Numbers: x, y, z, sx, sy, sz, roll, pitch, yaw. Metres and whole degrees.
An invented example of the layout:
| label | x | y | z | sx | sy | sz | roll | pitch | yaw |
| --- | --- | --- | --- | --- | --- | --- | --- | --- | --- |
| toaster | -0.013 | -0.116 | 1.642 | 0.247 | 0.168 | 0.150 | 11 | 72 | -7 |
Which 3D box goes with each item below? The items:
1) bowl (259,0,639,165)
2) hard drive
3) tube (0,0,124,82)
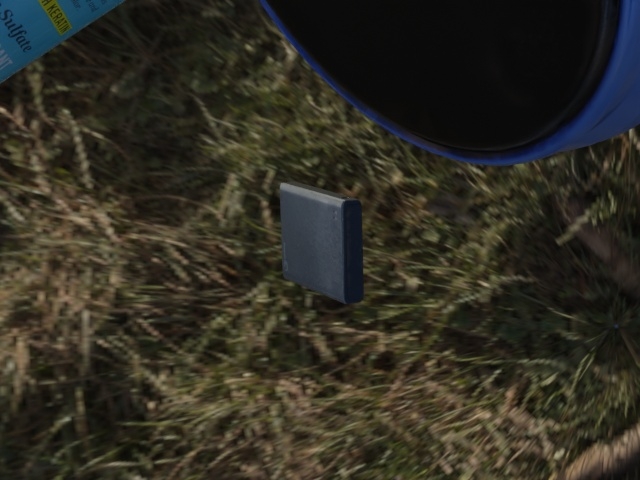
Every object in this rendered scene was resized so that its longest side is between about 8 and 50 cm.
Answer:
| label | x | y | z | sx | sy | sz | roll | pitch | yaw |
| --- | --- | --- | --- | --- | --- | --- | --- | --- | --- |
| bowl | 0.055 | -0.216 | 0.903 | 0.077 | 0.391 | 0.391 | -34 | 80 | -27 |
| hard drive | 0.000 | 0.000 | 1.472 | 0.022 | 0.135 | 0.094 | -7 | 101 | -24 |
| tube | -0.079 | -0.102 | 0.514 | 0.207 | 0.080 | 0.052 | -37 | 48 | -5 |
